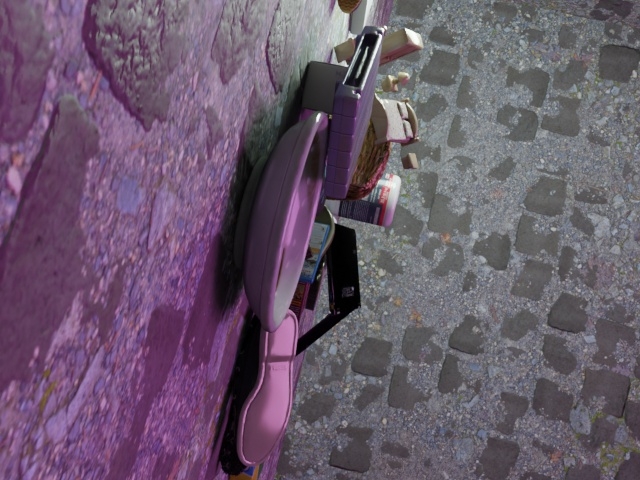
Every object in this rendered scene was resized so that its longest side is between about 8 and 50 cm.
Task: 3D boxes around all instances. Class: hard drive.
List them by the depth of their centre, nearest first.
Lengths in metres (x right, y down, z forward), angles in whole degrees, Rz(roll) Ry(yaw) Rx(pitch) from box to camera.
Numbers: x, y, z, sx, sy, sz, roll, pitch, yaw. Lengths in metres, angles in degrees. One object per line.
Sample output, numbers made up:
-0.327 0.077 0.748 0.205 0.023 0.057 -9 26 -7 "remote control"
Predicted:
0.156 -0.838 1.978 0.233 0.047 0.353 96 8 -59 "hard drive"

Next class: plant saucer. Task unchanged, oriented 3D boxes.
-0.077 -0.041 1.154 0.400 0.100 0.400 14 90 -86 "plant saucer"

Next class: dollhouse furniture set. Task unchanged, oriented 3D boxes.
0.220 -0.387 1.799 0.303 0.173 0.356 -12 87 -58 "dollhouse furniture set"

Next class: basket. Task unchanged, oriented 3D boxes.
0.111 -0.276 2.029 0.223 0.213 0.299 83 21 -75 "basket"

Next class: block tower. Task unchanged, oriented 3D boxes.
-0.036 0.075 2.038 0.091 0.097 0.335 -72 175 -45 "block tower"

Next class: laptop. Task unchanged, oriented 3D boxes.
-0.027 0.164 1.960 0.382 0.236 0.408 11 75 -76 "laptop"

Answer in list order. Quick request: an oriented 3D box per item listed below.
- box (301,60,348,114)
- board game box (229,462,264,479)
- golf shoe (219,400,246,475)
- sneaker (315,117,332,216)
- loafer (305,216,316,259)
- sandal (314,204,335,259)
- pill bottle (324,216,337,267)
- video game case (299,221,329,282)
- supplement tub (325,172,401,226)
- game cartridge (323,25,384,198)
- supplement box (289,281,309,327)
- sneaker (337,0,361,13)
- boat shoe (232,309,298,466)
0.029 -0.361 1.532 0.275 0.094 0.113 -56 158 -76 "box"
-0.188 0.565 1.791 0.242 0.064 0.317 -71 173 -50 "board game box"
-0.178 0.443 1.497 0.094 0.077 0.198 29 75 -85 "golf shoe"
-0.005 -0.180 1.628 0.106 0.101 0.267 -5 108 -83 "sneaker"
-0.048 -0.057 1.400 0.080 0.078 0.220 -21 108 -84 "loafer"
-0.040 0.002 1.681 0.086 0.120 0.303 78 22 -46 "sandal"
0.000 0.000 2.170 0.103 0.103 0.184 98 7 -49 "pill bottle"
-0.056 0.017 1.454 0.015 0.119 0.166 95 10 -49 "video game case"
0.140 -0.167 2.317 0.191 0.272 0.191 13 90 -85 "supplement tub"
0.067 -0.271 1.333 0.355 0.068 0.230 -71 175 -50 "game cartridge"
-0.083 0.123 1.526 0.081 0.104 0.188 -63 167 -72 "supplement box"
0.089 -0.648 1.574 0.084 0.069 0.185 -48 153 -69 "sneaker"
-0.138 0.310 1.411 0.113 0.127 0.340 5 -92 52 "boat shoe"
